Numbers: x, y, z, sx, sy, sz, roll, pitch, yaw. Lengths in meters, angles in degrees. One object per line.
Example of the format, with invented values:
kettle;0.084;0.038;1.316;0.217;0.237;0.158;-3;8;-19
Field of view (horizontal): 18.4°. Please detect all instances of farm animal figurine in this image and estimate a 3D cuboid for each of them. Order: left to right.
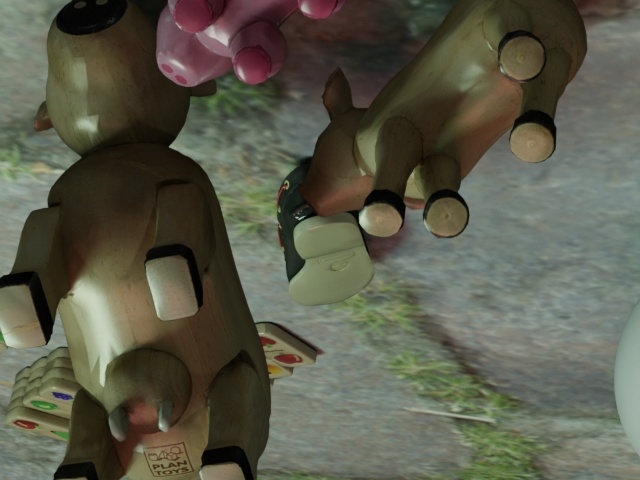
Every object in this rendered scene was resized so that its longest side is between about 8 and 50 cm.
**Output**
farm animal figurine;-0.060;-0.020;0.876;0.330;0.172;0.327;7;115;2

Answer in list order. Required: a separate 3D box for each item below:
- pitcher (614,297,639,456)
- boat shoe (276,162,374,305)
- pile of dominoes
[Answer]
pitcher;0.247;0.048;1.031;0.177;0.125;0.207;-7;146;-4
boat shoe;0.002;0.000;1.081;0.049;0.042;0.133;-13;156;-3
pile of dominoes;-0.131;0.090;1.332;0.196;0.040;0.251;19;155;-24
